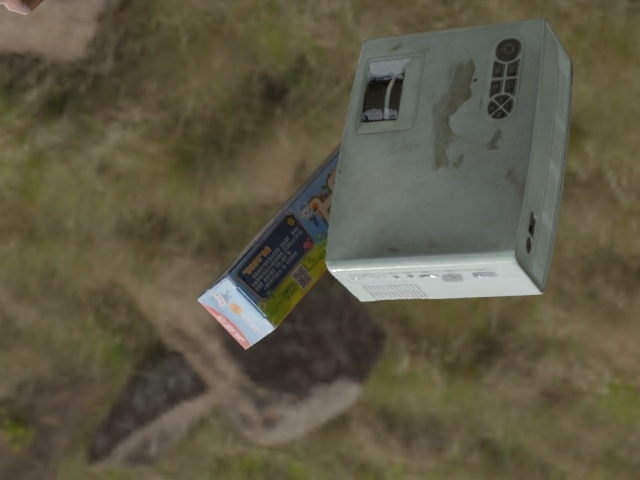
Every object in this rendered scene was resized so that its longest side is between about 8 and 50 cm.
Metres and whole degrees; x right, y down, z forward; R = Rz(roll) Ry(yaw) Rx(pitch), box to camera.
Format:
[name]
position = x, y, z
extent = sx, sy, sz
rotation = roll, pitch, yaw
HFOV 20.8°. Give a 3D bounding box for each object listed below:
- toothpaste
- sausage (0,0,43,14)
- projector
[toothpaste]
position = 0.000, 0.000, 1.192
extent = 0.070, 0.193, 0.044
rotation = 46, 140, -6
[sausage]
position = -0.127, -0.135, 0.288
extent = 0.094, 0.094, 0.419
rotation = -13, 164, 16
[projector]
position = 0.073, -0.041, 0.951
extent = 0.115, 0.147, 0.061
rotation = -3, 152, 26
